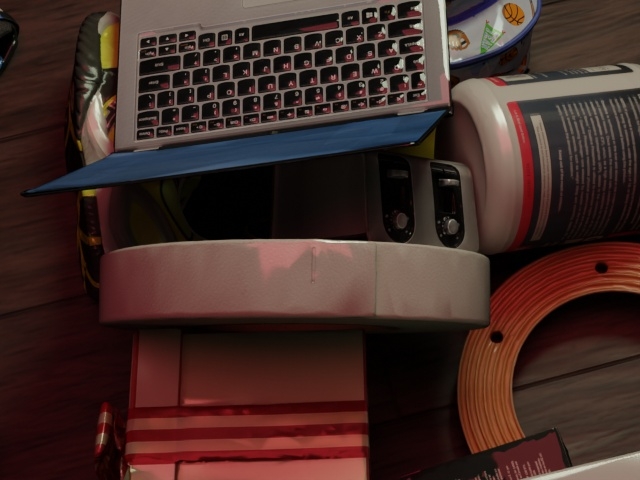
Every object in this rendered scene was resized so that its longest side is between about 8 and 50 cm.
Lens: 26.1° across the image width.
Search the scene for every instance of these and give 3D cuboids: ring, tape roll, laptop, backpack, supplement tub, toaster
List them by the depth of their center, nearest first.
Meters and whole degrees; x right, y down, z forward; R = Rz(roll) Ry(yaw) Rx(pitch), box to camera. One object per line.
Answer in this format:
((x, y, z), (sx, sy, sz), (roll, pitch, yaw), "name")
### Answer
((-0.024, 0.052, 1.361), (0.392, 0.392, 0.072), (0, 84, 6), "tape roll")
((-0.072, -0.203, 1.417), (0.382, 0.236, 0.408), (-6, 66, 13), "laptop")
((0.049, -0.030, 1.435), (0.185, 0.168, 0.110), (-7, 80, 48), "toaster")
((0.311, 0.159, 1.449), (0.336, 0.032, 0.337), (-3, 66, 8), "ring")
((0.277, -0.093, 1.508), (0.272, 0.191, 0.191), (-7, 58, -15), "supplement tub")
((0.134, -0.288, 1.660), (0.276, 0.213, 0.263), (-33, 70, -15), "backpack")

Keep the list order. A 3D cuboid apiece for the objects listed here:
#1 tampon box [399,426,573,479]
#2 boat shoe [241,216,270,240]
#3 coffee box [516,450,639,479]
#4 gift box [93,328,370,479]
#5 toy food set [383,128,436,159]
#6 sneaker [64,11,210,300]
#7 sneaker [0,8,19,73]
((0.174, 0.263, 1.342), (0.161, 0.120, 0.101), (-18, 67, 8), "tampon box")
((0.000, 0.000, 1.571), (0.183, 0.066, 0.066), (-6, 59, 2), "boat shoe")
((0.192, 0.411, 1.147), (0.334, 0.338, 0.338), (-13, 59, -3), "coffee box")
((-0.079, 0.242, 1.327), (0.258, 0.255, 0.276), (-1, 56, 3), "gift box")
((0.079, -0.113, 1.620), (0.217, 0.071, 0.128), (14, 98, 3), "toy food set")
((-0.221, -0.102, 1.632), (0.147, 0.145, 0.385), (-2, 63, -16), "sneaker")
((-0.478, -0.230, 1.747), (0.121, 0.079, 0.217), (37, 68, 25), "sneaker")
